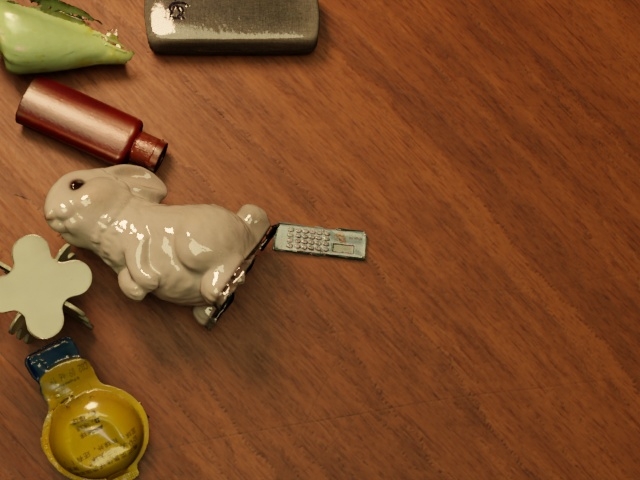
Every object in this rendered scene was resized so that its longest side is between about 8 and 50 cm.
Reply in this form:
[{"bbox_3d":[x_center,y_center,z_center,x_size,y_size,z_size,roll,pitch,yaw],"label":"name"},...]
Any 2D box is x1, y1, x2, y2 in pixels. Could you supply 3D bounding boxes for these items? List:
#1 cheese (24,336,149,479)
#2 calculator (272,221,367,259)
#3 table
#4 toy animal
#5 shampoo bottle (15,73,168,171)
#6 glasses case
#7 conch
[{"bbox_3d":[-0.384,0.288,1.602,0.177,0.069,0.270,-27,104,-5],"label":"cheese"},{"bbox_3d":[0.000,0.000,1.773,0.172,0.018,0.057,7,79,-7],"label":"calculator"},{"bbox_3d":[-0.448,0.091,1.599,0.166,0.198,0.167,2,78,-8],"label":"table"},{"bbox_3d":[-0.279,-0.016,1.649,0.357,0.194,0.258,32,53,1],"label":"toy animal"},{"bbox_3d":[-0.402,-0.200,1.738,0.260,0.064,0.102,25,68,-2],"label":"shampoo bottle"},{"bbox_3d":[-0.163,-0.412,1.811,0.323,0.074,0.131,-2,77,-8],"label":"glasses case"},{"bbox_3d":[-0.475,-0.372,1.741,0.250,0.143,0.137,-12,107,-26],"label":"conch"}]
